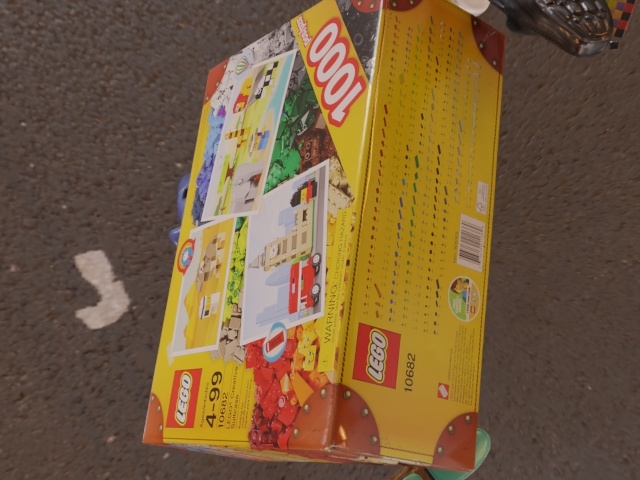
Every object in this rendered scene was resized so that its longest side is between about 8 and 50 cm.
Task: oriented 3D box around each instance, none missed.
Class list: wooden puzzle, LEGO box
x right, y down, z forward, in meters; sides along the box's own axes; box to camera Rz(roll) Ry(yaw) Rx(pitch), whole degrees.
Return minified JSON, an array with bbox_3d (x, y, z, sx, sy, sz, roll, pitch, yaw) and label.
[{"bbox_3d":[0.333,-0.261,1.002,0.049,0.006,0.083,24,100,32],"label":"wooden puzzle"},{"bbox_3d":[0.000,0.000,1.013,0.193,0.372,0.500,19,69,-34],"label":"LEGO box"}]

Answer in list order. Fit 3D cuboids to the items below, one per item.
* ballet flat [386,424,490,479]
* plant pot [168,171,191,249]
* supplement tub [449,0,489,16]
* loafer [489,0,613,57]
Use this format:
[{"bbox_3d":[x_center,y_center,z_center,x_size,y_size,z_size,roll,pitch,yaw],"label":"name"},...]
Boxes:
[{"bbox_3d":[0.208,0.501,1.830,0.342,0.124,0.116,-36,90,-26],"label":"ballet flat"},{"bbox_3d":[-0.139,-0.018,1.658,0.236,0.212,0.236,-19,123,21],"label":"plant pot"},{"bbox_3d":[0.248,-0.494,1.792,0.117,0.190,0.117,3,84,-32],"label":"supplement tub"},{"bbox_3d":[0.234,-0.250,0.923,0.076,0.078,0.223,-12,44,-15],"label":"loafer"}]
